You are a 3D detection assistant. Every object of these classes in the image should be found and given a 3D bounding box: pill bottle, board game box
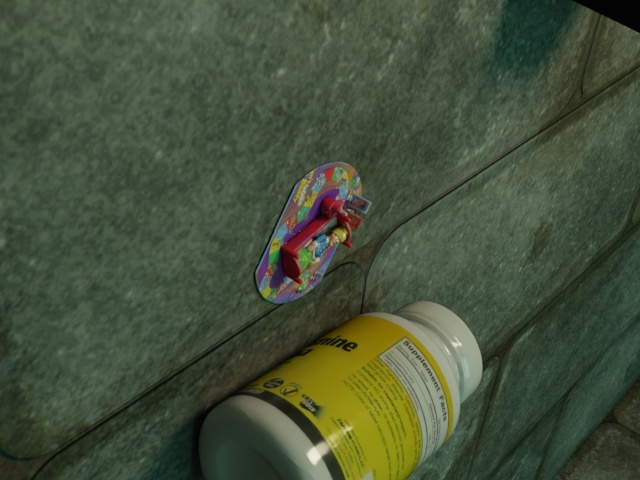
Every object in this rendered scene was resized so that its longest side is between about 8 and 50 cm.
[{"bbox_3d":[0.039,0.198,1.035,0.334,0.187,0.188,-28,138,-43],"label":"pill bottle"},{"bbox_3d":[0.000,0.000,0.951,0.133,0.033,0.169,8,110,-59],"label":"board game box"}]

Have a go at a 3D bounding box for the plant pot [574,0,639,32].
[{"bbox_3d":[0.380,-0.353,1.073,0.187,0.188,0.167,-57,164,-4],"label":"plant pot"}]
